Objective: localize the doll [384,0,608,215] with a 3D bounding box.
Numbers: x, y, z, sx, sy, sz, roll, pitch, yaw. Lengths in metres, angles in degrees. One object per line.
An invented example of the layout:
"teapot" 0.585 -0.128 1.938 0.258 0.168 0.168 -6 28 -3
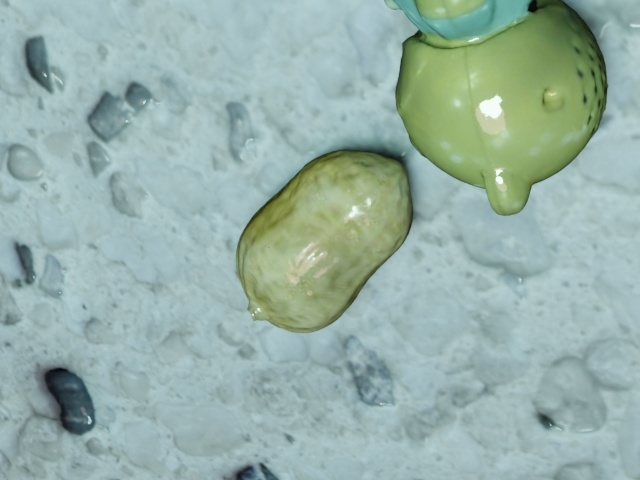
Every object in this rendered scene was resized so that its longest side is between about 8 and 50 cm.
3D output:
"doll" 0.122 -0.162 0.752 0.161 0.177 0.261 -8 115 24

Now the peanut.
"peanut" 0.000 0.000 0.931 0.129 0.129 0.224 34 124 -6
